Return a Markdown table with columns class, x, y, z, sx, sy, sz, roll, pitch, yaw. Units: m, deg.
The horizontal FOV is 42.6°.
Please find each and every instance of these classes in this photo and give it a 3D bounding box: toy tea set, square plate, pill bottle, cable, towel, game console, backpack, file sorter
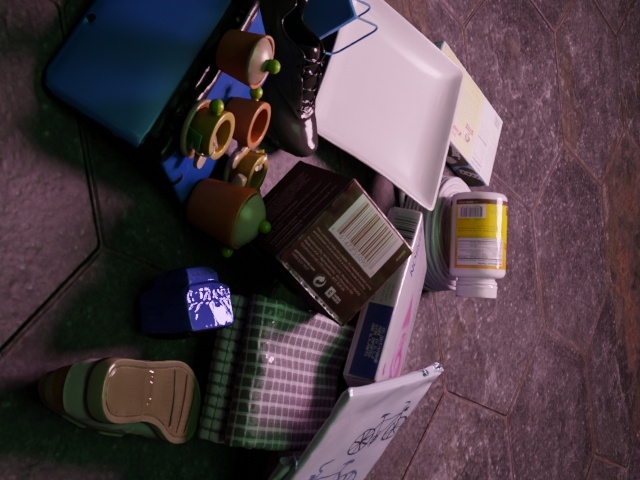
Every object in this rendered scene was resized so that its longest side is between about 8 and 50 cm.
| class | x | y | z | sx | sy | sz | roll | pitch | yaw |
| --- | --- | --- | --- | --- | --- | --- | --- | --- | --- |
| toy tea set | -0.102 | -0.133 | 1.182 | 0.200 | 0.124 | 0.336 | -57 | 163 | -36 |
| square plate | 0.133 | -0.279 | 1.618 | 0.347 | 0.049 | 0.344 | 31 | 65 | -33 |
| pill bottle | 0.325 | 0.010 | 1.697 | 0.117 | 0.117 | 0.215 | 6 | 86 | -52 |
| cable | 0.269 | -0.016 | 1.793 | 0.257 | 0.089 | 0.257 | 3 | 86 | -52 |
| towel | -0.058 | 0.218 | 1.315 | 0.284 | 0.121 | 0.235 | 24 | 70 | -57 |
| game console | -0.220 | -0.242 | 1.196 | 0.293 | 0.173 | 0.250 | -62 | 165 | -20 |
| backpack | -0.196 | 0.091 | 1.168 | 0.098 | 0.120 | 0.101 | 4 | 76 | -50 |
| file sorter | 0.012 | -0.424 | 1.424 | 0.104 | 0.118 | 0.170 | 0 | 70 | -57 |

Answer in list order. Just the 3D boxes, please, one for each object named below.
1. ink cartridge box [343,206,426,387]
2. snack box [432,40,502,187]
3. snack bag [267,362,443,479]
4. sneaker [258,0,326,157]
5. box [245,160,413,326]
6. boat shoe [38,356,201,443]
| class | x | y | z | sx | sy | sz | roll | pitch | yaw |
| --- | --- | --- | --- | --- | --- | --- | --- | --- | --- |
| ink cartridge box | 0.133 | 0.156 | 1.523 | 0.330 | 0.071 | 0.324 | 68 | 35 | -61 |
| snack box | 0.313 | -0.282 | 1.884 | 0.322 | 0.060 | 0.187 | 40 | 58 | -43 |
| snack bag | 0.036 | 0.341 | 1.350 | 0.323 | 0.037 | 0.342 | 1 | 127 | -55 |
| sneaker | -0.048 | -0.274 | 1.365 | 0.109 | 0.130 | 0.286 | -42 | 121 | -47 |
| box | 0.000 | 0.000 | 1.294 | 0.167 | 0.203 | 0.168 | -47 | 117 | -9 |
| boat shoe | -0.255 | 0.207 | 1.098 | 0.302 | 0.103 | 0.113 | 52 | 42 | -64 |
